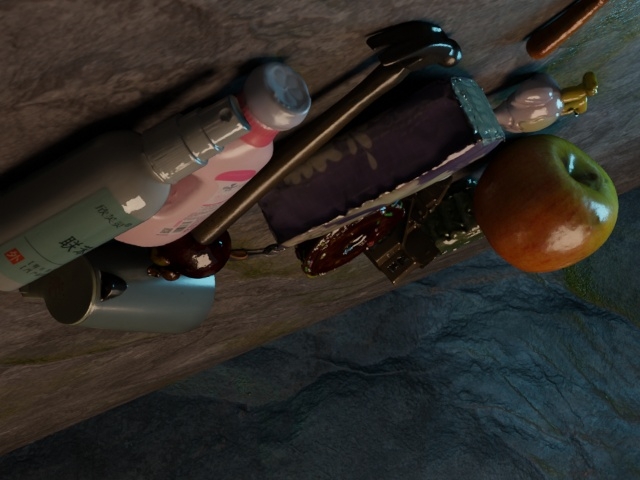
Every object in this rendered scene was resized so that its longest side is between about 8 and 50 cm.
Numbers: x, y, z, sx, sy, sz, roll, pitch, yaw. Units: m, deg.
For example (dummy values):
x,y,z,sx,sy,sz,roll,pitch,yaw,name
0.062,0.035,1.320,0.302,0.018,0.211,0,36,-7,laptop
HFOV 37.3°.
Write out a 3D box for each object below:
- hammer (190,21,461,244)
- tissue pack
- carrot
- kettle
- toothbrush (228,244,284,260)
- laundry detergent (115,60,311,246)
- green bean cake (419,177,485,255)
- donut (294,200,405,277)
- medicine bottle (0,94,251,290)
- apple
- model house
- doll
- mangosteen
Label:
x,y,z,sx,sy,sz,roll,pitch,yaw,name
-0.010,-0.132,1.256,0.440,0.044,0.168,-39,163,23,hammer
0.087,-0.114,1.405,0.344,0.125,0.242,-28,179,21,tissue pack
0.364,-0.320,1.335,0.037,0.037,0.190,-13,160,-45,carrot
-0.325,0.069,1.492,0.211,0.159,0.243,3,180,36,kettle
-0.166,0.029,1.859,0.031,0.023,0.321,-39,164,28,toothbrush
-0.141,-0.100,1.168,0.159,0.087,0.335,-6,158,-44,laundry detergent
0.297,-0.036,2.255,0.255,0.132,0.241,-28,172,17,green bean cake
0.046,-0.027,1.804,0.235,0.089,0.235,-32,162,-12,donut
-0.238,-0.062,1.069,0.352,0.110,0.110,-27,168,14,medicine bottle
0.460,-0.070,1.994,0.275,0.299,0.299,-43,160,31,apple
0.199,-0.041,2.011,0.248,0.176,0.181,-41,168,0,model house
0.274,-0.193,1.574,0.365,0.094,0.160,-24,166,-4,doll
-0.203,0.007,1.414,0.140,0.140,0.140,-23,169,-5,mangosteen
